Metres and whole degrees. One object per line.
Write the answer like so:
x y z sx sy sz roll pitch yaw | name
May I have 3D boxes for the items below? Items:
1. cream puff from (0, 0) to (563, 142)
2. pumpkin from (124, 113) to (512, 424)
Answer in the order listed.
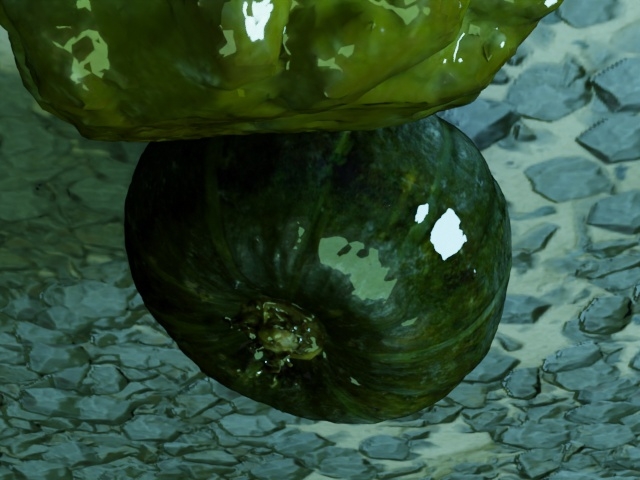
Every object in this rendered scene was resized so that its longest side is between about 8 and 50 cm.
-0.020 -0.120 0.620 0.244 0.196 0.244 -33 -179 0 | cream puff
0.000 0.000 0.853 0.224 0.157 0.223 13 145 10 | pumpkin
